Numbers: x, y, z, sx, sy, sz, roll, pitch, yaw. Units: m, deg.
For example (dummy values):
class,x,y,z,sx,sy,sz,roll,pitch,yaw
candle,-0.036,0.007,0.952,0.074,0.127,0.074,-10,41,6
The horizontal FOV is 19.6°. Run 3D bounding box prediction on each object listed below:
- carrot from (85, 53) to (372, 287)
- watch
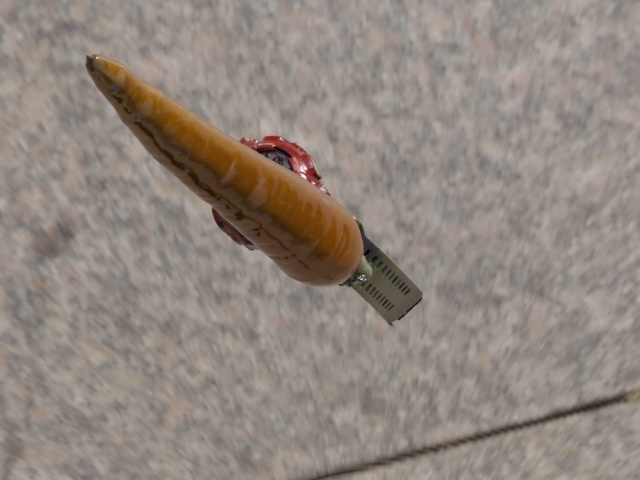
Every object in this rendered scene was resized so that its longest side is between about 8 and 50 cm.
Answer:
class,x,y,z,sx,sy,sz,roll,pitch,yaw
carrot,-0.062,-0.042,1.352,0.069,0.336,0.069,-21,53,30
watch,-0.006,-0.005,1.708,0.165,0.268,0.102,36,87,23
